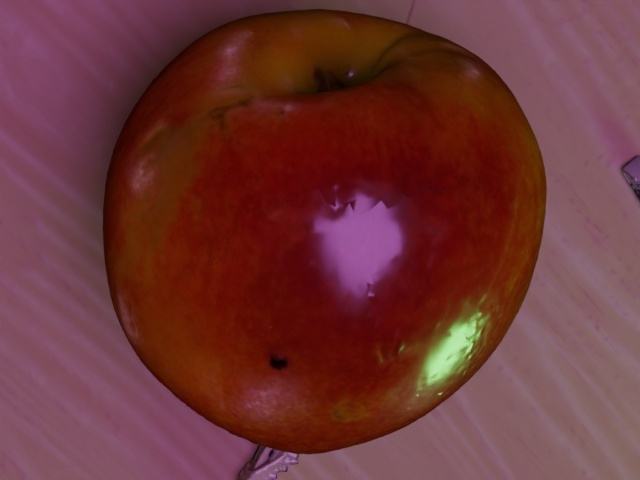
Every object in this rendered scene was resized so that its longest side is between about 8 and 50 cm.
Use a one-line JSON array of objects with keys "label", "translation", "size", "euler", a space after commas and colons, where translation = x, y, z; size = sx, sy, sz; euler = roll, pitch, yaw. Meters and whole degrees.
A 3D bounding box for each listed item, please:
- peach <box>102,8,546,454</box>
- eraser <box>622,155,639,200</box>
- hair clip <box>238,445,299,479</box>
[{"label": "peach", "translation": [0.000, 0.000, 1.565], "size": [0.388, 0.388, 0.388], "euler": [-4, 106, -12]}, {"label": "eraser", "translation": [0.327, -0.037, 1.801], "size": [0.027, 0.019, 0.099], "euler": [-41, 112, -15]}, {"label": "hair clip", "translation": [-0.038, 0.190, 1.771], "size": [0.072, 0.034, 0.226], "euler": [32, 98, -16]}]
